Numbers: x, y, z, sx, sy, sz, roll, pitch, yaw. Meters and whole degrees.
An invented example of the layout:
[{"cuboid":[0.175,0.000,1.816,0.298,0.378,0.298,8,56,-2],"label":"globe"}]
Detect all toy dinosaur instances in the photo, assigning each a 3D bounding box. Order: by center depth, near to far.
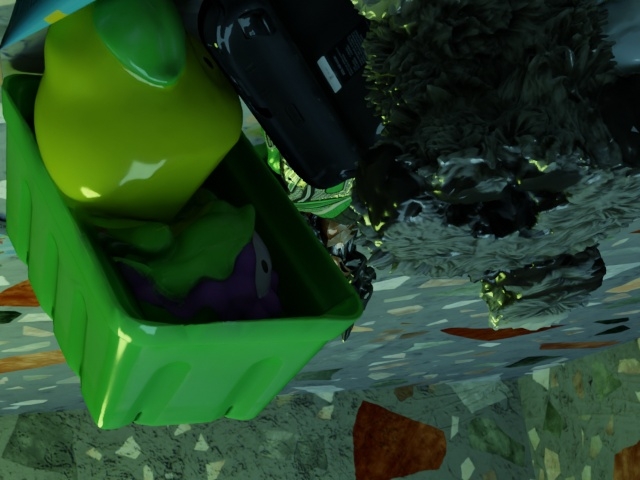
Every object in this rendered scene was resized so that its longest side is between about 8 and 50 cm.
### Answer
[{"cuboid":[0.000,0.000,1.703,0.322,0.164,0.218,-17,141,-11],"label":"toy dinosaur"}]

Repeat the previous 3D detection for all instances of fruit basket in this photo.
[{"cuboid":[-0.138,-0.062,1.221,0.283,0.392,0.392,1,163,-35],"label":"fruit basket"}]

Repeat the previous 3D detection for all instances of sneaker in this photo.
[{"cuboid":[0.021,-0.103,1.452,0.146,0.134,0.343,6,158,-21],"label":"sneaker"}]

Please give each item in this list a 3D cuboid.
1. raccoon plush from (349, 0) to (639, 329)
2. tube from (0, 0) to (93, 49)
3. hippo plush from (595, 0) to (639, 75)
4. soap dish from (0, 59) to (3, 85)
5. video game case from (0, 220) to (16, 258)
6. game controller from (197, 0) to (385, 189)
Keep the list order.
[{"cuboid":[0.100,-0.121,1.032,0.216,0.299,0.446,-9,160,-6],"label":"raccoon plush"},{"cuboid":[-0.167,-0.213,1.038,0.207,0.080,0.052,-21,130,32],"label":"tube"},{"cuboid":[0.231,-0.182,1.238,0.294,0.234,0.236,-52,-179,3],"label":"hippo plush"},{"cuboid":[-0.384,-0.164,0.989,0.291,0.118,0.229,-6,166,-11],"label":"soap dish"},{"cuboid":[-0.502,0.008,1.791,0.212,0.023,0.193,-14,165,20],"label":"video game case"},{"cuboid":[0.008,-0.159,1.162,0.166,0.067,0.319,-51,152,-8],"label":"game controller"}]
